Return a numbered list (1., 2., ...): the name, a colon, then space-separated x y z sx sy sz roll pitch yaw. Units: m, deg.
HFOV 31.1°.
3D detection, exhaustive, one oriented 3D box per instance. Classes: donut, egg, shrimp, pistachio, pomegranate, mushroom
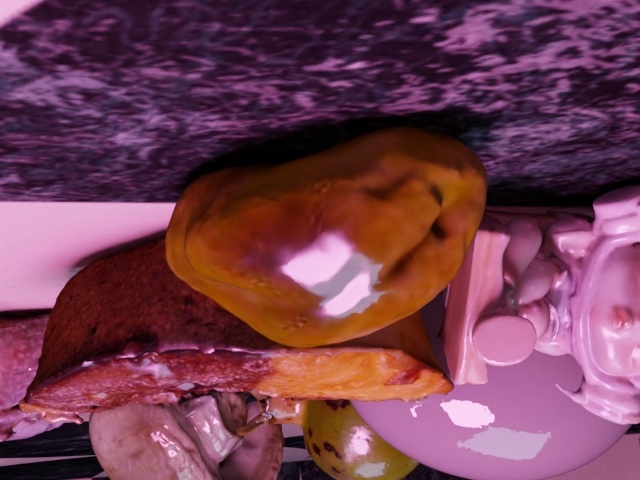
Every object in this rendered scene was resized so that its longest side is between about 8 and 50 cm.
1. donut: -0.056 0.046 0.749 0.295 0.112 0.151 -4 158 -6
2. egg: 0.132 0.099 0.897 0.232 0.176 0.176 1 165 -1
3. shrimp: -0.315 0.115 0.886 0.343 0.116 0.145 -6 166 -32
4. pistachio: -0.001 0.003 0.619 0.189 0.110 0.100 -12 -164 16
5. pomegranate: 0.020 0.173 1.199 0.220 0.156 0.156 9 172 24
6. mushroom: -0.170 0.272 1.440 0.189 0.164 0.267 -13 164 20

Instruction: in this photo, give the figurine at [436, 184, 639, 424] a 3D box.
1. figurine: 0.195 0.041 0.753 0.236 0.162 0.141 8 -168 -11
